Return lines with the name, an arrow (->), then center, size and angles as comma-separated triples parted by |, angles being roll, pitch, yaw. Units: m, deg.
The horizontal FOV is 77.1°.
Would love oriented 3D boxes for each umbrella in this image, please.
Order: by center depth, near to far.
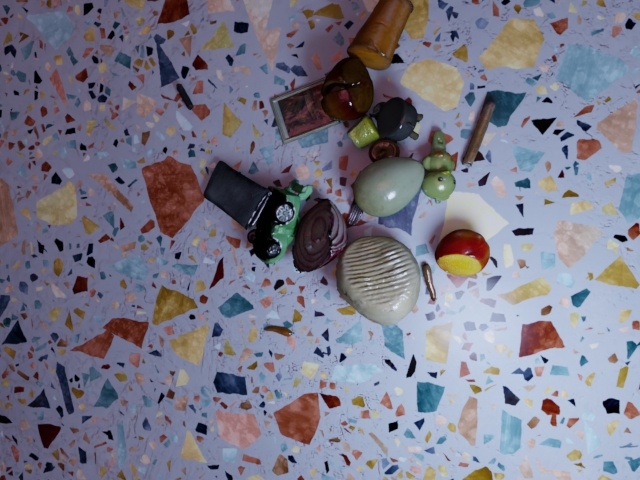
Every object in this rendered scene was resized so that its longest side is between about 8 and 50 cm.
umbrella -> -0.626, -0.662, 1.848 | 0.036, 0.031, 0.133 | -29, 85, 9

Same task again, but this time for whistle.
whistle -> 0.474, -0.291, 1.584 | 0.140, 0.141, 0.295 | 6, 93, 11

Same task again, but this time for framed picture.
framed picture -> -0.071, -0.564, 1.747 | 0.273, 0.016, 0.217 | -19, 88, 11

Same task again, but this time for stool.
stool -> 0.310, -0.490, 1.604 | 0.153, 0.139, 0.228 | -45, 50, 35

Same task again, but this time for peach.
peach -> 0.547, 0.053, 1.553 | 0.192, 0.190, 0.190 | -39, 84, -9

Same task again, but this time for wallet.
wallet -> -0.371, -0.200, 1.718 | 0.378, 0.046, 0.191 | 33, 96, 38

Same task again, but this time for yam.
yam -> 0.629, -0.422, 1.594 | 0.046, 0.046, 0.264 | 21, 95, 10

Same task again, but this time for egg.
egg -> 0.271, -0.217, 1.583 | 0.295, 0.218, 0.219 | -26, 86, 11

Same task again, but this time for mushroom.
mushroom -> 0.261, -0.360, 1.652 | 0.126, 0.085, 0.109 | 24, 69, 8

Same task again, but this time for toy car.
toy car -> -0.175, -0.085, 1.695 | 0.213, 0.176, 0.360 | 27, 107, 53

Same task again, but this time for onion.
onion -> 0.000, 0.000, 1.673 | 0.280, 0.146, 0.315 | -36, 48, 43

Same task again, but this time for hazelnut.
hazelnut -> 0.106, -0.608, 1.628 | 0.216, 0.217, 0.252 | 5, 82, 11

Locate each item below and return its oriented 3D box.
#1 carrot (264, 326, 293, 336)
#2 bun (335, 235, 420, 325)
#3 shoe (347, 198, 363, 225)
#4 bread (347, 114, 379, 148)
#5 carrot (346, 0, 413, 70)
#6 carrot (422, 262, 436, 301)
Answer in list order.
carrot -> -0.183, 0.403, 1.789 | 0.141, 0.035, 0.035 | 8, 93, 18
bun -> 0.236, 0.150, 1.602 | 0.326, 0.234, 0.362 | -41, 64, 2
shoe -> 0.155, -0.135, 1.696 | 0.062, 0.053, 0.160 | 23, 99, 13
bread -> 0.179, -0.444, 1.648 | 0.114, 0.129, 0.111 | -33, 103, 19
carrot -> 0.237, -0.835, 1.594 | 0.195, 0.196, 0.255 | 23, 92, 10
carrot -> 0.449, 0.174, 1.653 | 0.035, 0.035, 0.165 | -12, 92, 11
